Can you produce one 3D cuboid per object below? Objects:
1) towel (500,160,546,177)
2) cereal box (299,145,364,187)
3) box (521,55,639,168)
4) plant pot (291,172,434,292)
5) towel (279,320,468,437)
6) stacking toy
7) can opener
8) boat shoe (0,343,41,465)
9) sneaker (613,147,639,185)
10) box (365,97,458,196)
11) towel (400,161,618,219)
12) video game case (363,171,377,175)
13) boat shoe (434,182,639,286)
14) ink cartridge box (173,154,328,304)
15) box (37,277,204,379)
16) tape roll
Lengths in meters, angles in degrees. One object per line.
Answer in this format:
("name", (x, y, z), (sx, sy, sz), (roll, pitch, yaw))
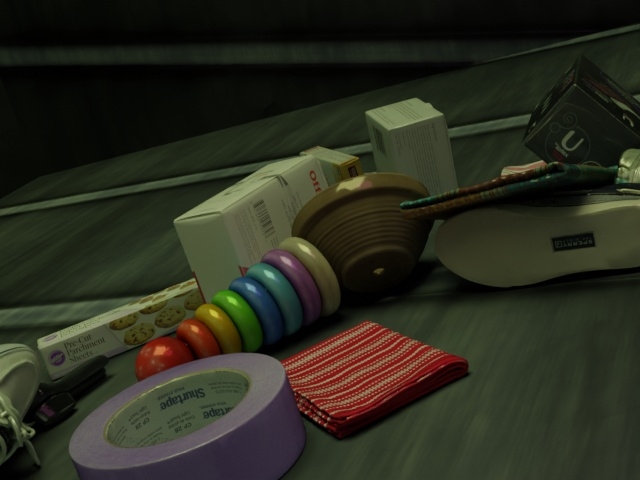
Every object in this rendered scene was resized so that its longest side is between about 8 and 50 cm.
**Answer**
("towel", (0.409, -0.126, 2.004), (0.144, 0.029, 0.197), (-11, 17, 22))
("cereal box", (0.039, -0.086, 2.011), (0.047, 0.173, 0.240), (-23, 16, -14))
("box", (0.476, -0.207, 1.876), (0.143, 0.165, 0.270), (-51, 0, 25))
("plant pot", (0.079, 0.007, 1.669), (0.237, 0.237, 0.109), (-17, 55, 2))
("towel", (0.048, 0.172, 1.384), (0.199, 0.031, 0.275), (-23, 16, -21))
("stacking toy", (-0.133, 0.130, 1.581), (0.330, 0.141, 0.141), (-33, 20, -24))
("can opener", (-0.398, 0.235, 1.637), (0.059, 0.073, 0.186), (-54, -9, 31))
("boat shoe", (-0.452, 0.267, 1.408), (0.156, 0.136, 0.367), (-2, 28, 24))
("sneaker", (0.561, -0.102, 1.672), (0.122, 0.110, 0.283), (20, 29, 26))
("box", (0.183, -0.174, 2.098), (0.119, 0.182, 0.181), (-17, 21, -7))
("towel", (0.317, -0.077, 1.640), (0.271, 0.040, 0.370), (-15, -7, 29))
("video game case", (0.116, -0.116, 2.305), (0.201, 0.023, 0.183), (-4, 21, 42))
("boat shoe", (0.351, -0.014, 1.552), (0.340, 0.127, 0.158), (-1, 14, 25))
("ink cartridge box", (-0.092, -0.001, 1.798), (0.117, 0.207, 0.283), (-9, 17, 37))
("box", (-0.325, 0.146, 1.816), (0.324, 0.067, 0.063), (-21, 16, -13))
("tape roll", (-0.160, 0.238, 1.274), (0.275, 0.090, 0.275), (-17, 15, 5))
